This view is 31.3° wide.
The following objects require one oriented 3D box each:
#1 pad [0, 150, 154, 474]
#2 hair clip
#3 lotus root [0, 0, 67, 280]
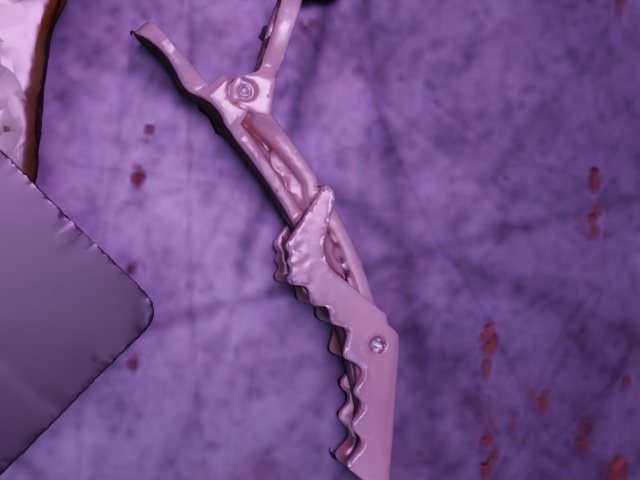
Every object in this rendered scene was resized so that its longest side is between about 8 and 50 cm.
[{"bbox_3d":[-0.148,0.011,0.397,0.112,0.003,0.157,-46,106,-9],"label":"pad"},{"bbox_3d":[0.000,0.000,0.487,0.072,0.034,0.226,-26,95,-10],"label":"hair clip"},{"bbox_3d":[-0.251,-0.117,0.411,0.390,0.111,0.375,-42,101,-9],"label":"lotus root"}]
